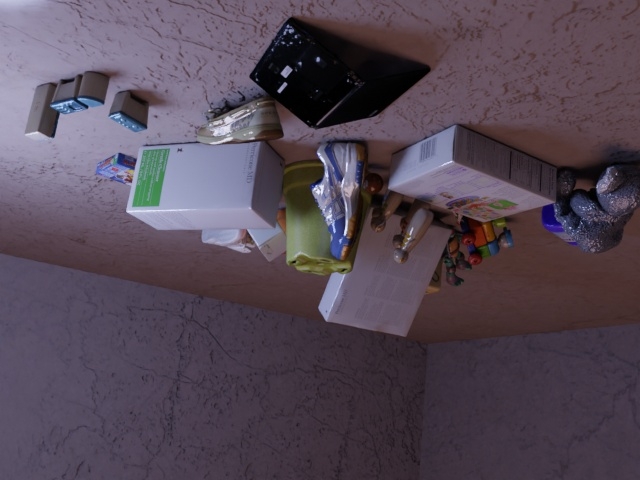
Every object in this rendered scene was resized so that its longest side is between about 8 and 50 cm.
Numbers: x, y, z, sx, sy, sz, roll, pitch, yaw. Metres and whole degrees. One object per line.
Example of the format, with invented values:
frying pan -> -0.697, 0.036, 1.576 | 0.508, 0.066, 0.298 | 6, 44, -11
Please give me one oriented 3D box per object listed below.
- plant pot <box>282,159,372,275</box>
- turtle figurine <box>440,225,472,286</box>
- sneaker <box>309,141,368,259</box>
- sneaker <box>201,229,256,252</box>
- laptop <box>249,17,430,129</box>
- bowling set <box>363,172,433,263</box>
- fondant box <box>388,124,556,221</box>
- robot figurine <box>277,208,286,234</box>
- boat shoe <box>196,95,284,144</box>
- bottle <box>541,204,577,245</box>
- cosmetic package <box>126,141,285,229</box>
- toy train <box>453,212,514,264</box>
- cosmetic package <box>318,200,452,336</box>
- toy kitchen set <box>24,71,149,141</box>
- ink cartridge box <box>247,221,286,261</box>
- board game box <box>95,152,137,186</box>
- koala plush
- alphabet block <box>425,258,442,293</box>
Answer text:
plant pot -> 0.010, -0.047, 1.826 | 0.276, 0.254, 0.276 | 6, 164, 2
turtle figurine -> 0.431, 0.027, 2.148 | 0.118, 0.175, 0.234 | 35, 154, 42
sneaker -> 0.038, -0.100, 1.660 | 0.131, 0.296, 0.112 | 9, -162, 11
sneaker -> -0.278, -0.023, 2.306 | 0.169, 0.108, 0.292 | 14, 172, -29
laptop -> 0.031, -0.324, 1.306 | 0.264, 0.136, 0.234 | 38, 155, -11
bowling set -> 0.179, -0.075, 1.761 | 0.200, 0.154, 0.287 | 30, -162, 2
fondant box -> 0.365, -0.150, 1.619 | 0.330, 0.096, 0.238 | 17, 161, -28
robot figurine -> -0.129, -0.027, 2.174 | 0.128, 0.158, 0.219 | -31, 173, -18
boat shoe -> -0.180, -0.260, 1.486 | 0.104, 0.089, 0.285 | -12, -169, -42
bottle -> 0.721, -0.036, 1.861 | 0.118, 0.092, 0.283 | -10, 157, 42
cosmetic package -> -0.293, -0.139, 1.741 | 0.365, 0.197, 0.155 | -2, 161, 22
toy train -> 0.469, -0.049, 1.942 | 0.143, 0.105, 0.248 | -17, 131, 13
cosmetic package -> 0.192, 0.088, 2.031 | 0.284, 0.377, 0.097 | 14, -163, -25
toy kitchen set -> -0.520, -0.271, 1.508 | 0.207, 0.122, 0.166 | -4, 161, 33
ink cartridge box -> -0.177, -0.060, 1.925 | 0.087, 0.208, 0.153 | -32, 161, -3
board game box -> -0.526, -0.188, 1.945 | 0.201, 0.035, 0.136 | 21, 158, -39
koala plush -> 0.675, -0.096, 1.554 | 0.196, 0.203, 0.221 | 11, 151, -15
alphabet block -> 0.275, 0.074, 2.248 | 0.197, 0.192, 0.193 | 15, 164, -22
